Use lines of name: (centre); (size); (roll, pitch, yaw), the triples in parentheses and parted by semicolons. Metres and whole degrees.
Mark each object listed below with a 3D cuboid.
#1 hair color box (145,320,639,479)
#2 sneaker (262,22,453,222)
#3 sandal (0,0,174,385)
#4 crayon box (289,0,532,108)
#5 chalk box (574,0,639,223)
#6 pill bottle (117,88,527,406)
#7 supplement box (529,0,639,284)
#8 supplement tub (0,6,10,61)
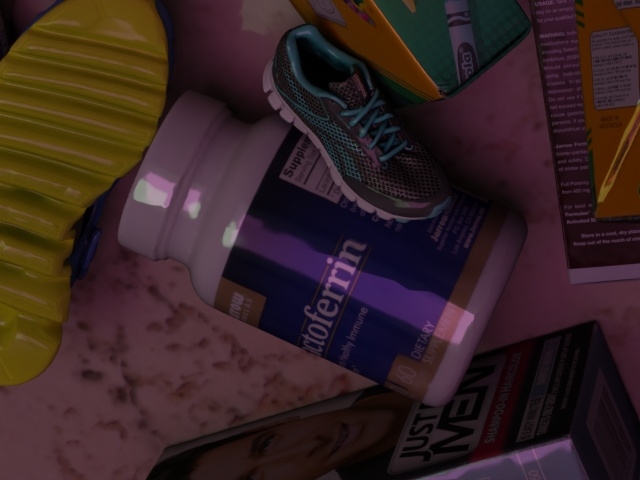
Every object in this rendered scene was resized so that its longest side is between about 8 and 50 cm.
hair color box: (0.039, 0.194, 1.472); (0.374, 0.185, 0.113); (-19, 107, 20)
sneaker: (0.023, -0.080, 1.335); (0.166, 0.065, 0.076); (43, 160, 16)
sandal: (-0.196, -0.055, 1.458); (0.126, 0.138, 0.317); (26, 113, -6)
crayon box: (0.006, -0.220, 1.314); (0.081, 0.165, 0.278); (-39, 100, -11)
chalk box: (0.316, -0.112, 1.232); (0.180, 0.289, 0.179); (-3, 93, 45)
pill bottle: (0.000, 0.000, 1.420); (0.265, 0.153, 0.153); (24, 116, 4)
supplement box: (0.191, -0.105, 1.340); (0.073, 0.130, 0.239); (-6, 111, 15)
supplement tub: (-0.289, -0.189, 1.441); (0.106, 0.106, 0.198); (-5, 111, 16)
